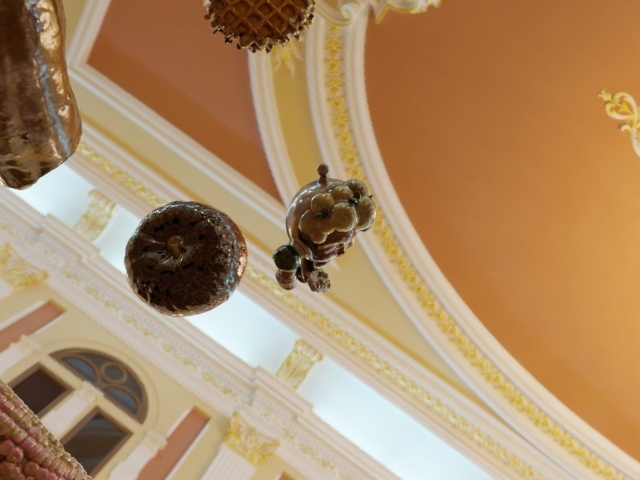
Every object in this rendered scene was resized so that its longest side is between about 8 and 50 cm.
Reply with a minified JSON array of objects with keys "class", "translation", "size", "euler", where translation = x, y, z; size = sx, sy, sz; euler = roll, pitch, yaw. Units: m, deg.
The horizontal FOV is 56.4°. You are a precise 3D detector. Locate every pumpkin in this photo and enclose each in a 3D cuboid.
[{"class":"pumpkin","translation":[-0.255,0.035,1.141],"size":[0.233,0.163,0.233],"euler":[-2,-112,4]}]

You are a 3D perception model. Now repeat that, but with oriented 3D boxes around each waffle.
[{"class":"waffle","translation":[-0.105,-0.414,1.004],"size":[0.197,0.070,0.193],"euler":[-10,-88,-12]}]

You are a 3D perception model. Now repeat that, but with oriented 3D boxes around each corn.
[{"class":"corn","translation":[-0.456,0.336,0.908],"size":[0.335,0.126,0.127],"euler":[45,-64,-5]}]

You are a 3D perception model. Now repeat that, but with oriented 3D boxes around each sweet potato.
[{"class":"sweet potato","translation":[-0.350,-0.199,0.653],"size":[0.158,0.157,0.369],"euler":[31,-33,5]}]

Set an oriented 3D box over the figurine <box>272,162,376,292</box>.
[{"class":"figurine","translation":[0.001,0.001,0.702],"size":[0.093,0.147,0.197],"euler":[44,-38,24]}]
